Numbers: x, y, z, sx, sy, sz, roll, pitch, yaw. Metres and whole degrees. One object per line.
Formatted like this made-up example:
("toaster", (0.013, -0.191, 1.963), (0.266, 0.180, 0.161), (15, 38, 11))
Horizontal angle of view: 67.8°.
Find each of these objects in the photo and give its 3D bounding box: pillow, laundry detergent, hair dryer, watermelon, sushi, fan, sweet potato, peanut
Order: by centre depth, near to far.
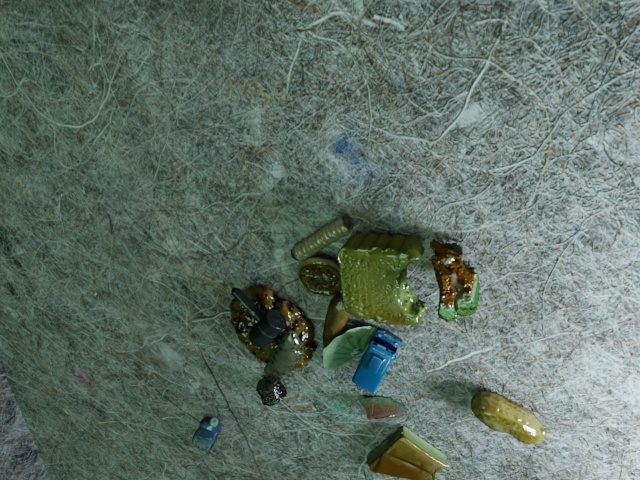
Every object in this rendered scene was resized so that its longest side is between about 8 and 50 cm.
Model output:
("peanut", (0.539, 0.511, 1.371), (0.226, 0.095, 0.108), (25, 139, 6))
("sweet potato", (0.044, 0.264, 1.474), (0.075, 0.075, 0.273), (22, 127, 12))
("hair dryer", (-0.217, 0.224, 1.483), (0.219, 0.071, 0.124), (47, 122, 3))
("fan", (0.081, 0.340, 1.494), (0.131, 0.009, 0.240), (24, 121, -26))
("pillow", (-0.109, 0.376, 1.527), (0.093, 0.051, 0.241), (34, 126, 5))
("watermelon", (0.218, 0.567, 1.564), (0.155, 0.080, 0.101), (-19, 117, 15))
("sushi", (-0.179, 0.537, 1.718), (0.094, 0.098, 0.084), (-22, 111, 12))
("laundry detergent", (-0.475, 0.808, 2.005), (0.097, 0.061, 0.206), (34, 125, 7))

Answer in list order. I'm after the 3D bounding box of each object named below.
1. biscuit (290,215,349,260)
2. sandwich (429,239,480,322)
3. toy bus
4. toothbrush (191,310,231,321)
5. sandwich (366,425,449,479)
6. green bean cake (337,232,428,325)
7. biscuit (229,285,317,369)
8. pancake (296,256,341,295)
("biscuit", (0.000, 0.000, 1.357), (0.055, 0.061, 0.219), (18, 140, -41))
("sandwich", (0.335, 0.093, 1.184), (0.109, 0.185, 0.159), (-8, 116, 19))
("toy bus", (0.170, 0.366, 1.450), (0.090, 0.106, 0.184), (27, 124, 12))
("toothbrush", (-0.387, 0.272, 1.705), (0.204, 0.017, 0.022), (-14, 91, 29))
("sandwich", (0.300, 0.770, 1.635), (0.212, 0.063, 0.245), (34, 126, 2))
("green bean cake", (0.177, 0.099, 1.292), (0.233, 0.124, 0.236), (6, 118, 23))
("biscuit", (-0.166, 0.306, 1.587), (0.289, 0.081, 0.334), (-20, 108, 32))
("pancake", (0.002, 0.111, 1.421), (0.158, 0.028, 0.158), (8, 132, 9))
